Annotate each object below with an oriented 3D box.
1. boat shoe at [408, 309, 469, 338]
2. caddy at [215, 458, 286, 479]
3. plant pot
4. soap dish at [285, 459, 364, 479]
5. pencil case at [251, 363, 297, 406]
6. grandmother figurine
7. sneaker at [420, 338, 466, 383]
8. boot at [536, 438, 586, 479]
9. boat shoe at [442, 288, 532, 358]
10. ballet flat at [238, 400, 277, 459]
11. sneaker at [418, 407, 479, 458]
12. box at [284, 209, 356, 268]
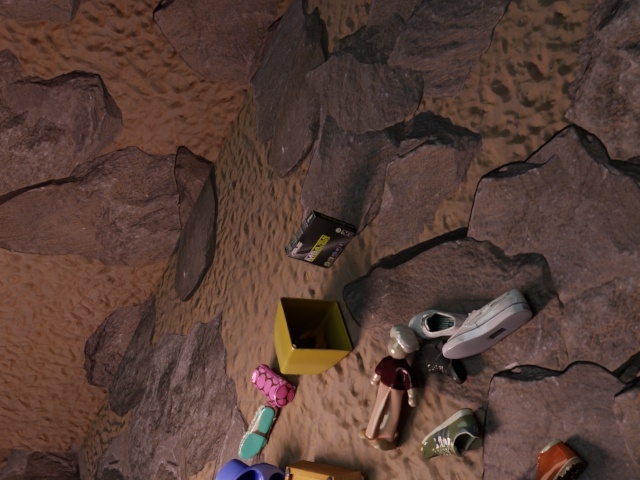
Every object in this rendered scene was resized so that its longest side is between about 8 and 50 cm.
[{"bbox_3d":[0.311,0.222,1.734,0.226,0.076,0.083,-17,61,52],"label":"boat shoe"},{"bbox_3d":[-0.234,0.884,2.073,0.179,0.241,0.341,10,84,63],"label":"caddy"},{"bbox_3d":[-0.048,0.334,2.110,0.212,0.212,0.187,-108,34,-42],"label":"plant pot"},{"bbox_3d":[-0.003,0.787,1.888,0.291,0.118,0.229,-14,63,51],"label":"soap dish"},{"bbox_3d":[-0.174,0.516,2.294,0.209,0.095,0.098,17,124,55],"label":"pencil case"},{"bbox_3d":[0.202,0.404,1.773,0.208,0.104,0.342,15,93,48],"label":"grandmother figurine"},{"bbox_3d":[0.325,0.332,1.689,0.089,0.051,0.170,-53,33,27],"label":"sneaker"},{"bbox_3d":[0.489,0.502,1.365,0.158,0.059,0.084,-53,34,13],"label":"boot"},{"bbox_3d":[0.411,0.212,1.594,0.258,0.095,0.084,-36,42,28],"label":"boat shoe"},{"bbox_3d":[-0.220,0.686,2.308,0.241,0.091,0.077,-60,4,10],"label":"ballet flat"},{"bbox_3d":[0.324,0.509,1.588,0.192,0.064,0.086,-51,34,24],"label":"sneaker"},{"bbox_3d":[0.000,0.000,2.197,0.190,0.184,0.045,-53,39,26],"label":"box"}]
